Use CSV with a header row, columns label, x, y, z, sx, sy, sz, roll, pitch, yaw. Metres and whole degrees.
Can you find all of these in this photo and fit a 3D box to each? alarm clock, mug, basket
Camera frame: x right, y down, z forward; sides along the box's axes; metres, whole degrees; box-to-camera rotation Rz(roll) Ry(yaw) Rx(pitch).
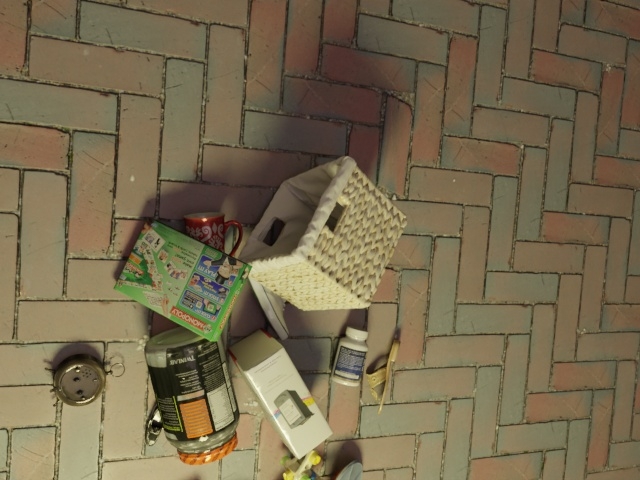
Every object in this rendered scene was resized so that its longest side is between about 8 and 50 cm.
label,x,y,z,sx,sy,sz,roll,pitch,yaw
alarm clock,-0.612,0.362,1.595,0.192,0.064,0.129,-13,99,-24
mug,-0.296,0.013,1.659,0.150,0.113,0.169,0,100,11
basket,0.000,0.000,1.644,0.266,0.331,0.328,40,61,-25

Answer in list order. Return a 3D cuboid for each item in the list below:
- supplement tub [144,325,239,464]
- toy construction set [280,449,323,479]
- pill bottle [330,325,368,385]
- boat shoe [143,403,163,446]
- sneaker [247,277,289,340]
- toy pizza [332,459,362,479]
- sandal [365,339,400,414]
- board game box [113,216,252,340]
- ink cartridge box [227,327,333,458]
label,x,y,z,sx,sy,sz,roll,pitch,yaw
supplement tub,-0.337,0.409,1.631,0.207,0.207,0.337,-14,100,-21
toy construction set,-0.116,0.755,1.782,0.328,0.151,0.215,-31,130,-9
pill bottle,0.094,0.353,1.865,0.094,0.094,0.169,15,89,-23
boat shoe,-0.455,0.513,1.681,0.046,0.038,0.125,22,86,-22
sneaker,-0.136,0.165,1.753,0.091,0.094,0.258,-26,103,-14
toy pizza,0.064,0.771,1.880,0.201,0.032,0.201,-34,134,-43
sandal,0.185,0.425,1.933,0.079,0.088,0.239,16,80,8
board game box,-0.360,0.097,1.574,0.317,0.046,0.213,25,88,17
ink cartridge box,-0.119,0.424,1.713,0.131,0.226,0.306,-33,107,-15
